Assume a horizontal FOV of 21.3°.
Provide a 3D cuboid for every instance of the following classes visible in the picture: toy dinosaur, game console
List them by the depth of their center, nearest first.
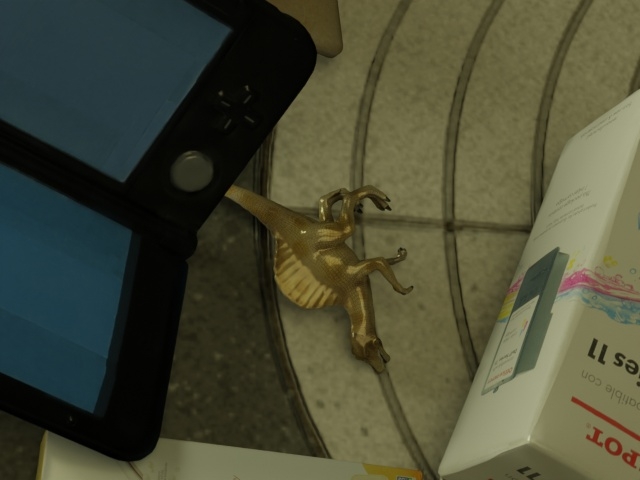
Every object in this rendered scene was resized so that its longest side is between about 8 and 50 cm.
[{"bbox_3d":[-0.162,-0.056,0.981,0.293,0.250,0.173,28,19,-29],"label":"game console"},{"bbox_3d":[0.000,0.000,1.126,0.092,0.053,0.183,-41,85,-24],"label":"toy dinosaur"}]

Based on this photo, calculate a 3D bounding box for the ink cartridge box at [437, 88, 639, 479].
[{"bbox_3d":[0.214,0.101,1.089,0.207,0.119,0.353,31,62,-13],"label":"ink cartridge box"}]

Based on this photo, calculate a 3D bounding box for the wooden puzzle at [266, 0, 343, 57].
[{"bbox_3d":[-0.128,-0.297,1.129,0.348,0.080,0.322,7,66,-34],"label":"wooden puzzle"}]

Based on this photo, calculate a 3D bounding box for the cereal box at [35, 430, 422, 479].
[{"bbox_3d":[-0.060,0.212,1.030,0.240,0.047,0.173,8,67,-13],"label":"cereal box"}]
